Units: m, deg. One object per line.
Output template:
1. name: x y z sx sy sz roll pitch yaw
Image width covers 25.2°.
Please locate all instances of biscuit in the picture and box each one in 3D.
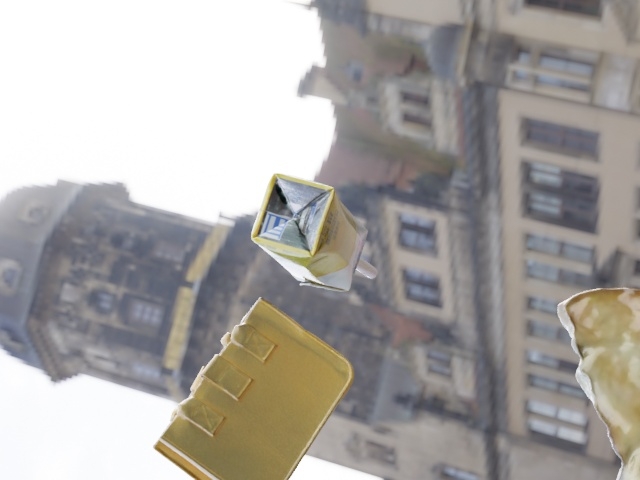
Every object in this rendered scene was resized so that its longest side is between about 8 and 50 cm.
1. biscuit: 0.331 0.179 1.359 0.045 0.154 0.299 48 -150 -69

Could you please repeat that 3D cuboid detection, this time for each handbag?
1. handbag: -0.029 0.075 0.641 0.083 0.061 0.027 -53 2 -29

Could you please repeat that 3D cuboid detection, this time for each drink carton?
1. drink carton: 0.000 0.000 1.315 0.200 0.074 0.084 49 -124 -71
